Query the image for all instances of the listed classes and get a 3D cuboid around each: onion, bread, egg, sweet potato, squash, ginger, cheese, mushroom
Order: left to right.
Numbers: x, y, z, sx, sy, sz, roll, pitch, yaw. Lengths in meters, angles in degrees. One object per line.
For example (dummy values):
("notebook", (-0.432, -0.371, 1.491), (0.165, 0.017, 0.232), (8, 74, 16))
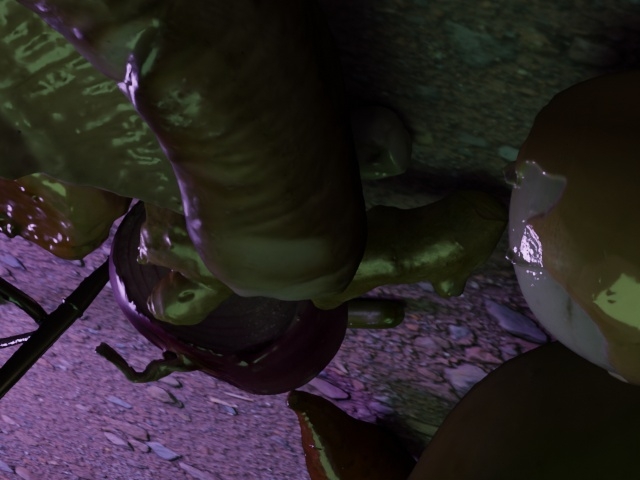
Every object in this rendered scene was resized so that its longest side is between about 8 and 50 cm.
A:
("bread", (-0.254, -0.092, 1.414), (0.244, 0.134, 0.244), (22, 157, 10))
("mushroom", (-0.088, -0.133, 1.137), (0.397, 0.224, 0.314), (29, 138, -21))
("onion", (-0.075, 0.046, 1.482), (0.207, 0.200, 0.200), (-2, 148, 14))
("cheese", (-0.013, -0.073, 1.336), (0.194, 0.043, 0.065), (0, 147, 42))
("ginger", (-0.001, 0.001, 1.338), (0.299, 0.065, 0.118), (-5, 112, 13))
("squash", (0.043, 0.068, 1.575), (0.083, 0.027, 0.027), (1, 145, 40))
("sweet potato", (0.054, 0.262, 1.838), (0.112, 0.112, 0.359), (3, 147, 38))
("egg", (0.236, -0.004, 1.074), (0.244, 0.201, 0.201), (7, 151, 12))

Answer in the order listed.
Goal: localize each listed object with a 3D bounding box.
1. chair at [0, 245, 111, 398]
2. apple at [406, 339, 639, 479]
("chair", (-0.486, 0.114, 1.684), (0.362, 0.410, 0.365), (37, 152, -23))
("apple", (0.265, 0.286, 1.340), (0.474, 0.473, 0.473), (20, 154, 10))
